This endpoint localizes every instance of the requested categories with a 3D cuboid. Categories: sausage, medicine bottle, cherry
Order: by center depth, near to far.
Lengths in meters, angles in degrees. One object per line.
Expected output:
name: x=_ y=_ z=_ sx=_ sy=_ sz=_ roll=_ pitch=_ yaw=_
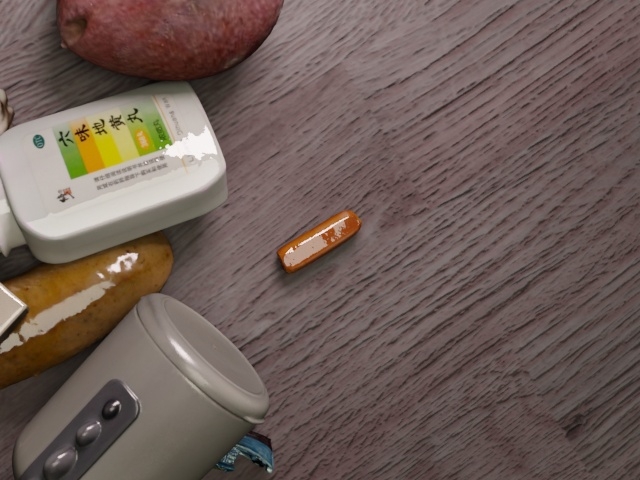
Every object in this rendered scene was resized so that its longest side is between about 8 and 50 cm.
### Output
cherry: x=-0.183 y=-0.318 z=1.142 sx=0.307 sy=0.221 sz=0.261 roll=-34 pitch=93 yaw=2
sausage: x=-0.409 y=0.119 z=1.152 sx=0.500 sy=0.123 sz=0.136 roll=-22 pitch=70 yaw=-13
medicine bottle: x=-0.289 y=-0.077 z=1.158 sx=0.324 sy=0.124 sz=0.179 roll=-20 pitch=66 yaw=-12
sausage: x=0.000 y=0.000 z=1.299 sx=0.131 sy=0.039 sz=0.041 roll=-31 pitch=93 yaw=-13

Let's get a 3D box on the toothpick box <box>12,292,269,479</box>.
toothpick box: x=-0.240 y=0.239 z=1.137 sx=0.229 sy=0.229 sz=0.316 roll=43 pitch=93 yaw=-14

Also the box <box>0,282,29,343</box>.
box: x=-0.525 y=0.147 z=1.030 sx=0.204 sy=0.051 sz=0.365 roll=41 pitch=73 yaw=-1

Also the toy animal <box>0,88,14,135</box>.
toy animal: x=-0.498 y=-0.239 z=1.061 sx=0.302 sy=0.194 sz=0.344 roll=-9 pitch=115 yaw=-37

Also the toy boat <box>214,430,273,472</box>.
toy boat: x=-0.125 y=0.284 z=1.269 sx=0.137 sy=0.060 sz=0.061 roll=21 pitch=69 yaw=-19
